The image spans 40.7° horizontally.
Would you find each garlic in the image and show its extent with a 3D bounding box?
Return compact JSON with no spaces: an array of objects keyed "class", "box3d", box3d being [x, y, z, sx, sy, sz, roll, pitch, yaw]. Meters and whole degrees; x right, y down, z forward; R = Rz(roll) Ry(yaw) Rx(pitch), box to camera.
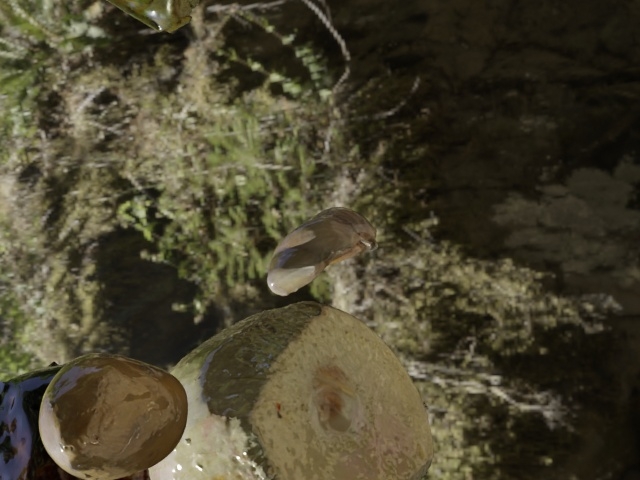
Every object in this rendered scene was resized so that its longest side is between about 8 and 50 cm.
[{"class":"garlic","box3d":[0.000,0.000,1.752,0.110,0.228,0.217,63,-161,-16]}]

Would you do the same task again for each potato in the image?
[{"class":"potato","box3d":[-0.174,0.146,0.719,0.147,0.112,0.112,41,-131,-65]}]

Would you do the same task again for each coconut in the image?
[{"class":"coconut","box3d":[-0.047,0.226,0.952,0.297,0.254,0.297,25,-133,-30]}]

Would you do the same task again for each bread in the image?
[{"class":"bread","box3d":[-0.254,-0.335,0.988,0.269,0.087,0.098,26,-154,-51]}]

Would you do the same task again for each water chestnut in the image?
[{"class":"water chestnut","box3d":[-0.312,0.324,1.248,0.347,0.335,0.335,0,-96,-34]}]
